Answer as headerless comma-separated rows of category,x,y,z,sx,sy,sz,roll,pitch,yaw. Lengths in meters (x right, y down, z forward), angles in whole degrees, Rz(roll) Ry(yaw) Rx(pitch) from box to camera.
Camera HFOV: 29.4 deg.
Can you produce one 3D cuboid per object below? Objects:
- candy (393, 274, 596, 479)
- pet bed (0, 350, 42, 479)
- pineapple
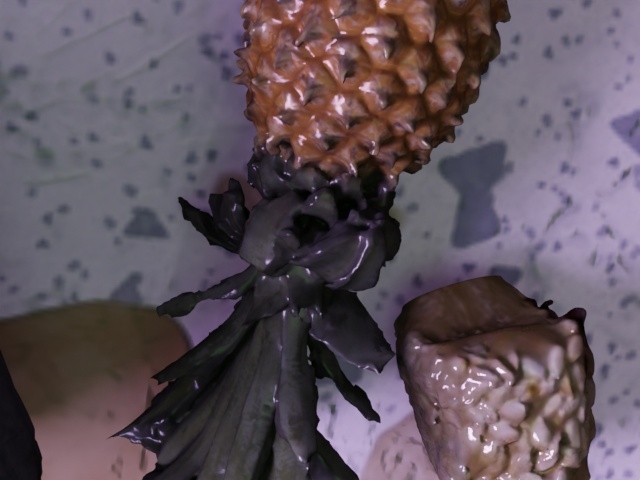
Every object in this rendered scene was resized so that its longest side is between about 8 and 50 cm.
candy,0.083,0.076,0.583,0.085,0.095,0.110,-14,112,-13
pet bed,-0.196,0.031,0.461,0.159,0.183,0.211,-18,106,-2
pineapple,0.000,0.000,0.529,0.130,0.119,0.277,17,101,-10
